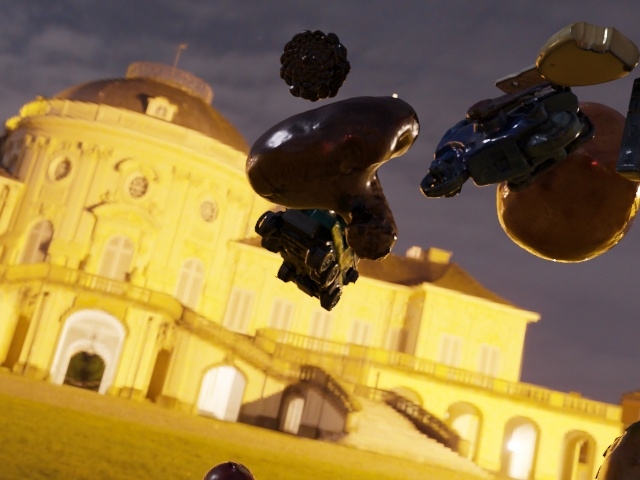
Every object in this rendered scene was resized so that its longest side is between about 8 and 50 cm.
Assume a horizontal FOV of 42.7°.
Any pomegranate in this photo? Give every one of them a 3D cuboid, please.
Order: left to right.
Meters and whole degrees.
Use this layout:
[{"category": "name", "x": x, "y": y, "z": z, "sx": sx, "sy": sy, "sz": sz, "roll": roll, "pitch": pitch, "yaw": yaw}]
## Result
[{"category": "pomegranate", "x": 0.499, "y": -0.125, "z": 1.695, "sx": 0.338, "sy": 0.338, "sz": 0.338, "roll": 12, "pitch": -15, "yaw": 3}]

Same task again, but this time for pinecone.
[{"category": "pinecone", "x": -0.007, "y": -0.333, "z": 1.568, "sx": 0.140, "sy": 0.140, "sz": 0.121, "roll": 9, "pitch": 12, "yaw": 15}]

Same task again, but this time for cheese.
[{"category": "cheese", "x": 0.382, "y": -0.284, "z": 1.336, "sx": 0.127, "sy": 0.050, "sz": 0.255, "roll": 27, "pitch": -20, "yaw": -27}]

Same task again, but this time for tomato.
[{"category": "tomato", "x": -0.127, "y": 0.354, "z": 1.164, "sx": 0.087, "sy": 0.075, "sz": 0.087, "roll": 43, "pitch": 11, "yaw": -11}]

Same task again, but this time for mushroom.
[{"category": "mushroom", "x": 0.015, "y": -0.110, "z": 1.278, "sx": 0.267, "sy": 0.254, "sz": 0.267, "roll": 9, "pitch": 2, "yaw": 0}]

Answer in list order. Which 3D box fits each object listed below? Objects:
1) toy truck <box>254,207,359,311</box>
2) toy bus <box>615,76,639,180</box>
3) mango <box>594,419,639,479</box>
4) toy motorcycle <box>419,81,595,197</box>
[{"category": "toy truck", "x": -0.004, "y": 0.006, "z": 1.723, "sx": 0.177, "sy": 0.178, "sz": 0.363, "roll": 33, "pitch": -20, "yaw": 19}, {"category": "toy bus", "x": 0.507, "y": -0.176, "z": 1.277, "sx": 0.065, "sy": 0.165, "sz": 0.047, "roll": 17, "pitch": -7, "yaw": -35}, {"category": "mango", "x": 0.341, "y": 0.279, "z": 0.803, "sx": 0.156, "sy": 0.248, "sz": 0.151, "roll": -32, "pitch": -72, "yaw": 31}, {"category": "toy motorcycle", "x": 0.349, "y": -0.178, "z": 1.545, "sx": 0.319, "sy": 0.182, "sz": 0.241, "roll": -21, "pitch": -1, "yaw": 27}]
